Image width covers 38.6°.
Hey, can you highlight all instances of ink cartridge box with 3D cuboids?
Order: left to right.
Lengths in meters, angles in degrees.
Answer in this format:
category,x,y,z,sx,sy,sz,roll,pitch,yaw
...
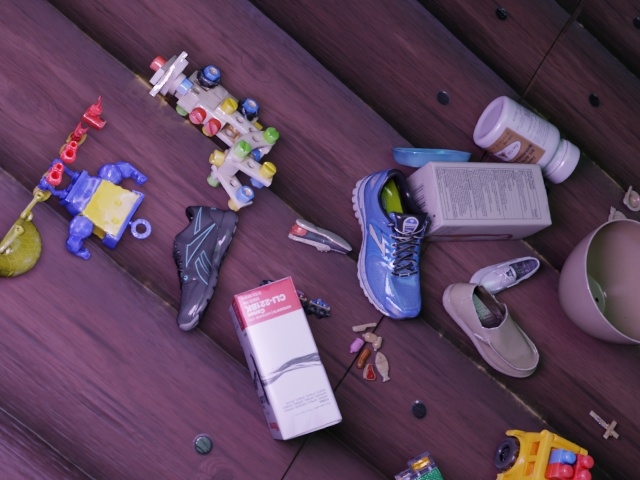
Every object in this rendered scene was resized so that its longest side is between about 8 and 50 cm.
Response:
category,x,y,z,sx,sy,sz,roll,pitch,yaw
ink cartridge box,-0.070,0.224,1.686,0.114,0.197,0.273,-19,82,-12

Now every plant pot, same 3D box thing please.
category,x,y,z,sx,sy,sz,roll,pitch,yaw
plant pot,0.653,0.113,2.082,0.284,0.191,0.284,8,70,-24

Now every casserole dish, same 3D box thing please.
category,x,y,z,sx,sy,sz,roll,pitch,yaw
casserole dish,0.247,-0.184,2.039,0.188,0.114,0.037,-2,102,-26

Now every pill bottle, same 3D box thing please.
category,x,y,z,sx,sy,sz,roll,pitch,yaw
pill bottle,0.487,-0.230,2.150,0.229,0.131,0.131,28,64,-15

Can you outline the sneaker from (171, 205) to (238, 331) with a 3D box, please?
category,x,y,z,sx,sy,sz,roll,pitch,yaw
sneaker,-0.240,0.049,1.743,0.106,0.101,0.267,19,57,-8

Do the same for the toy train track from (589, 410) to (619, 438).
category,x,y,z,sx,sy,sz,roll,pitch,yaw
toy train track,0.643,0.419,2.080,0.083,0.014,0.048,43,68,-1

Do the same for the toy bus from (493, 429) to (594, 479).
category,x,y,z,sx,sy,sz,roll,pitch,yaw
toy bus,0.458,0.497,1.853,0.149,0.211,0.220,29,65,-16

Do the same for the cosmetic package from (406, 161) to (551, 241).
category,x,y,z,sx,sy,sz,roll,pitch,yaw
cosmetic package,0.349,-0.084,2.038,0.296,0.129,0.153,0,73,-25

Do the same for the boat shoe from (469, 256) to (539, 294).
category,x,y,z,sx,sy,sz,roll,pitch,yaw
boat shoe,0.416,0.079,2.053,0.184,0.063,0.066,-13,79,-29

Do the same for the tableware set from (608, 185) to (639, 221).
category,x,y,z,sx,sy,sz,roll,pitch,yaw
tableware set,0.799,-0.045,2.303,0.168,0.020,0.141,38,61,-9

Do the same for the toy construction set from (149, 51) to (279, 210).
category,x,y,z,sx,sy,sz,roll,pitch,yaw
toy construction set,-0.213,-0.233,1.791,0.328,0.151,0.215,51,38,-19

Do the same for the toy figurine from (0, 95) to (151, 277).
category,x,y,z,sx,sy,sz,roll,pitch,yaw
toy figurine,-0.405,-0.049,1.639,0.217,0.191,0.362,33,63,-18

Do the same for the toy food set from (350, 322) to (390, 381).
category,x,y,z,sx,sy,sz,roll,pitch,yaw
toy food set,0.097,0.234,1.877,0.078,0.019,0.122,-7,84,-27

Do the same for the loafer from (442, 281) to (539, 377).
category,x,y,z,sx,sy,sz,roll,pitch,yaw
loafer,0.379,0.193,1.981,0.268,0.092,0.102,43,61,-7

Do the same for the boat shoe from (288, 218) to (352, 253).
category,x,y,z,sx,sy,sz,roll,pitch,yaw
boat shoe,0.000,0.000,1.894,0.137,0.049,0.043,24,107,-20

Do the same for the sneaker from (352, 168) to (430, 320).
category,x,y,z,sx,sy,sz,roll,pitch,yaw
sneaker,0.153,0.004,1.905,0.129,0.147,0.330,-5,76,-27

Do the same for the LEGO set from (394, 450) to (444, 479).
category,x,y,z,sx,sy,sz,roll,pitch,yaw
LEGO set,0.183,0.566,1.751,0.255,0.192,0.331,-37,88,-1

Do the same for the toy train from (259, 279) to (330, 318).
category,x,y,z,sx,sy,sz,roll,pitch,yaw
toy train,-0.050,0.117,1.841,0.158,0.027,0.036,24,54,-16
